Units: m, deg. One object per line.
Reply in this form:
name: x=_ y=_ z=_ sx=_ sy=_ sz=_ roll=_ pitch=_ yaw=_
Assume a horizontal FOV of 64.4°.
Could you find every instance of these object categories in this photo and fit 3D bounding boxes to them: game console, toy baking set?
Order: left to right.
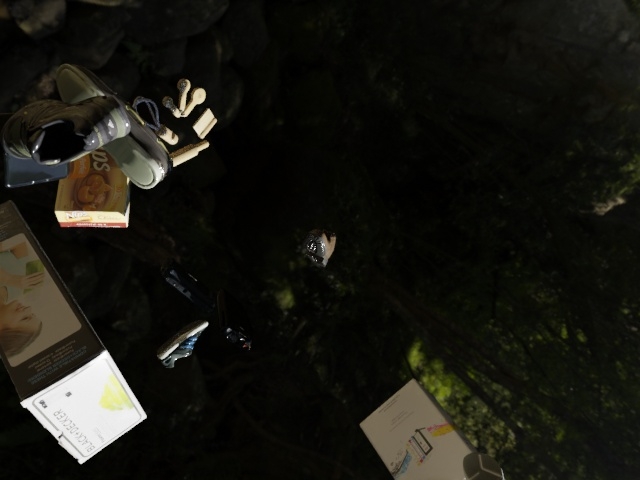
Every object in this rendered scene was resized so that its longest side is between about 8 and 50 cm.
game console: x=-0.515 y=-0.164 z=0.898 sx=0.071 sy=0.107 sz=0.122 roll=-39 pitch=174 yaw=33
toy baking set: x=-0.341 y=-0.251 z=1.138 sx=0.256 sy=0.030 sz=0.197 roll=-41 pitch=146 yaw=-33
game console: x=-0.334 y=0.176 z=1.519 sx=0.044 sy=0.361 sz=0.213 roll=-41 pitch=-153 yaw=6

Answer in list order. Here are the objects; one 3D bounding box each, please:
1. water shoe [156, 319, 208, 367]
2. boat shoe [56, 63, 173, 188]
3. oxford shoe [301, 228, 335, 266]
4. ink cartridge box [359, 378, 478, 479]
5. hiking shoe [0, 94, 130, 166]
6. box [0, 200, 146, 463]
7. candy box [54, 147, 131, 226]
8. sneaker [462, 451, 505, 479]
water shoe: x=-0.469 y=0.356 z=1.761 sx=0.203 sy=0.080 sz=0.073 roll=-37 pitch=-158 yaw=-28
boat shoe: x=-0.336 y=-0.192 z=0.841 sx=0.081 sy=0.228 sz=0.069 roll=-25 pitch=-161 yaw=33
oxford shoe: x=0.000 y=0.000 z=1.514 sx=0.096 sy=0.082 sz=0.227 roll=-57 pitch=170 yaw=-12
ink cartridge box: x=0.240 y=0.468 z=1.130 sx=0.168 sy=0.171 sz=0.233 roll=-41 pitch=-131 yaw=1
hiking shoe: x=-0.396 y=-0.154 z=0.734 sx=0.226 sy=0.086 sz=0.114 roll=-7 pitch=-151 yaw=22
box: x=-0.335 y=0.103 z=0.615 sx=0.087 sy=0.290 sz=0.169 roll=-31 pitch=144 yaw=-26
candy box: x=-0.658 y=-0.193 z=1.499 sx=0.087 sy=0.182 sz=0.317 roll=114 pitch=-27 yaw=-56
sneaker: x=0.242 y=0.361 z=0.698 sx=0.053 sy=0.061 sz=0.152 roll=-14 pitch=-154 yaw=-9
